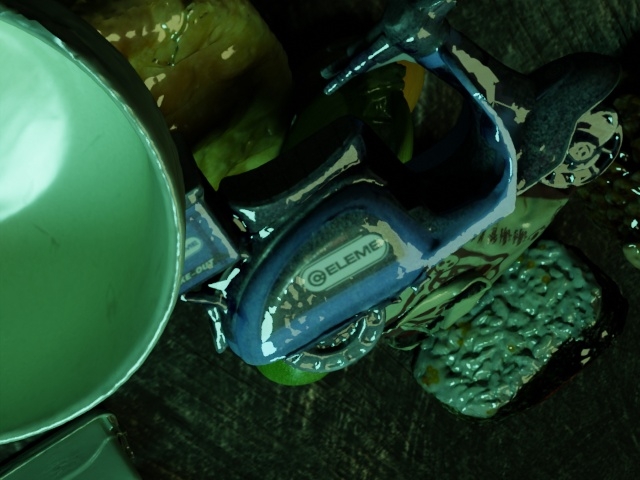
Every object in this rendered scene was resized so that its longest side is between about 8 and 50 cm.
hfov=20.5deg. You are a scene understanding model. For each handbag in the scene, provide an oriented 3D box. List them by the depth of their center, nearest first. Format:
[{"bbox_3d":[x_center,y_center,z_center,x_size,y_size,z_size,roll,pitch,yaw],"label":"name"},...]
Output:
[{"bbox_3d":[0.098,0.008,1.621,0.213,0.127,0.235,0,143,-48],"label":"handbag"}]

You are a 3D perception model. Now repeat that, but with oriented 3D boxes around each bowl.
[{"bbox_3d":[-0.232,-0.037,1.057,0.307,0.163,0.307,-1,118,-2],"label":"bowl"}]

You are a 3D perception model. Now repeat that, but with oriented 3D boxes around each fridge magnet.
[{"bbox_3d":[0.021,-0.111,1.426,0.143,0.063,0.143,-28,148,-19],"label":"fridge magnet"}]

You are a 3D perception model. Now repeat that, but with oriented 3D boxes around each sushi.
[{"bbox_3d":[0.207,0.102,1.863,0.225,0.136,0.126,-43,149,17],"label":"sushi"}]

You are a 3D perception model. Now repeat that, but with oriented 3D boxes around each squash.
[{"bbox_3d":[0.000,0.000,1.408,0.107,0.107,0.395,-23,151,-30],"label":"squash"}]

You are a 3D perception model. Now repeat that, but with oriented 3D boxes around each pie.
[{"bbox_3d":[-0.157,-0.055,1.279,0.339,0.083,0.339,-32,151,-20],"label":"pie"}]

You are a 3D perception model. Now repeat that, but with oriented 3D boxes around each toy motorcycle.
[{"bbox_3d":[0.037,-0.052,1.210,0.358,0.125,0.212,-32,125,4],"label":"toy motorcycle"}]

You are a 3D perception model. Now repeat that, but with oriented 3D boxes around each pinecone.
[{"bbox_3d":[0.354,-0.089,1.706,0.272,0.224,0.224,-60,155,-18],"label":"pinecone"}]

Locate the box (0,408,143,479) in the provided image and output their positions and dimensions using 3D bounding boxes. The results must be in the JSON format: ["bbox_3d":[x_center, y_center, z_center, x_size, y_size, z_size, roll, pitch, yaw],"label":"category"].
[{"bbox_3d":[-0.228,0.244,1.574,0.172,0.093,0.124,-33,150,-15],"label":"box"}]
